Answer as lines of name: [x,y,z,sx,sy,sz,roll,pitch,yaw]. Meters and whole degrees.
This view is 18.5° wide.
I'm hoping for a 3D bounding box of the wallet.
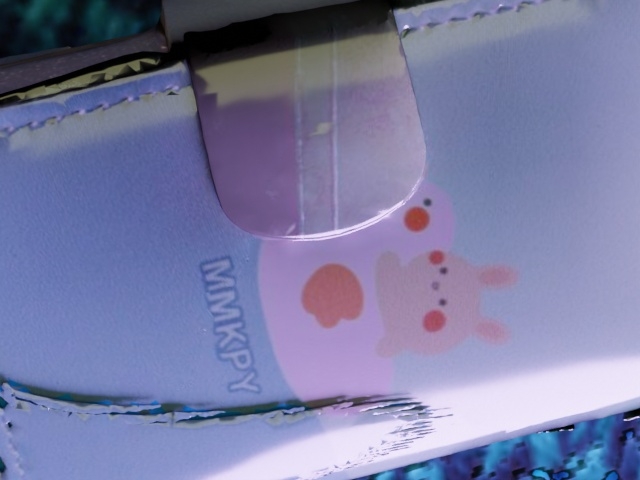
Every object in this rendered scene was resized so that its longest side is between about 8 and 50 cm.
wallet: [0.000,0.000,0.643,0.250,0.075,0.176,-13,109,-2]
